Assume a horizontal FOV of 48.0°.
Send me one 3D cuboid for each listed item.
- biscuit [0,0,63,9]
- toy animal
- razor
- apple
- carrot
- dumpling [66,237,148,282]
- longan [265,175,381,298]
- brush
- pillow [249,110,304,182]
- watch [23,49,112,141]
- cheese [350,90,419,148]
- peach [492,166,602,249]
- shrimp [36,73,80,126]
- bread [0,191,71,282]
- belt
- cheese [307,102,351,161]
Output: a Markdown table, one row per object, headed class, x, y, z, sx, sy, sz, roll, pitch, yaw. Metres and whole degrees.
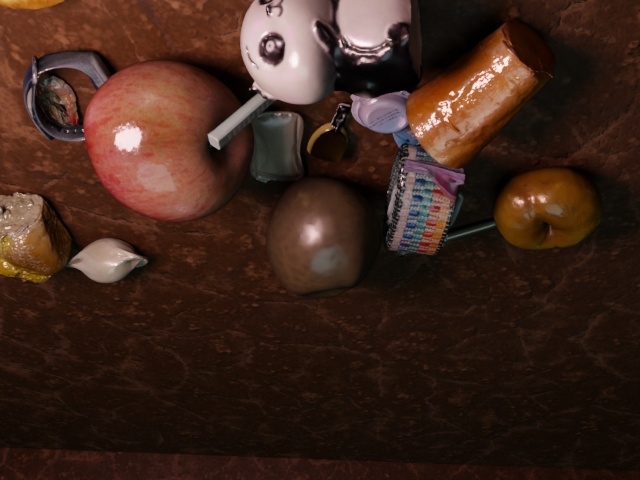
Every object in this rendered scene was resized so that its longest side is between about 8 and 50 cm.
| class | x | y | z | sx | sy | sz | roll | pitch | yaw |
| --- | --- | --- | --- | --- | --- | --- | --- | --- | --- |
| biscuit | -0.561 | -0.501 | 1.251 | 0.309 | 0.040 | 0.204 | 13 | 142 | -14 |
| toy animal | 0.016 | -0.352 | 1.264 | 0.310 | 0.250 | 0.251 | -1 | 144 | 14 |
| razor | -0.112 | -0.270 | 1.370 | 0.056 | 0.278 | 0.111 | 25 | 150 | 21 |
| apple | -0.283 | -0.196 | 1.427 | 0.270 | 0.344 | 0.344 | -12 | 142 | 20 |
| carrot | 0.316 | -0.280 | 1.388 | 0.196 | 0.195 | 0.254 | 25 | 138 | -28 |
| dumpling | -0.574 | 0.054 | 1.971 | 0.229 | 0.124 | 0.151 | 1 | -179 | 11 |
| longan | 0.000 | 0.000 | 1.711 | 0.289 | 0.288 | 0.350 | 9 | 156 | -10 |
| brush | 0.330 | -0.007 | 1.886 | 0.299 | 0.039 | 0.042 | -16 | -177 | 22 |
| pillow | -0.101 | -0.209 | 1.631 | 0.131 | 0.038 | 0.232 | 2 | 144 | 2 |
| watch | -0.514 | -0.296 | 1.474 | 0.193 | 0.068 | 0.206 | -23 | 142 | 5 |
| cheese | 0.157 | -0.263 | 1.529 | 0.135 | 0.052 | 0.245 | -22 | 147 | 34 |
| peach | 0.537 | -0.069 | 1.702 | 0.251 | 0.153 | 0.251 | 7 | 141 | 5 |
| shrimp | -0.564 | -0.284 | 1.551 | 0.101 | 0.042 | 0.190 | -15 | 140 | 10 |
| bread | -0.771 | 0.000 | 1.838 | 0.196 | 0.176 | 0.246 | -4 | 144 | 5 |
| belt | 0.239 | -0.097 | 1.633 | 0.161 | 0.206 | 0.295 | 8 | 136 | -2 |
| cheese | 0.029 | -0.240 | 1.583 | 0.086 | 0.036 | 0.162 | 13 | 142 | -10 |
